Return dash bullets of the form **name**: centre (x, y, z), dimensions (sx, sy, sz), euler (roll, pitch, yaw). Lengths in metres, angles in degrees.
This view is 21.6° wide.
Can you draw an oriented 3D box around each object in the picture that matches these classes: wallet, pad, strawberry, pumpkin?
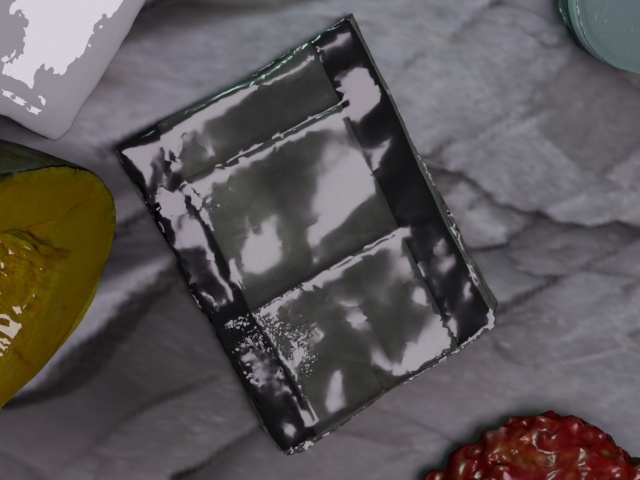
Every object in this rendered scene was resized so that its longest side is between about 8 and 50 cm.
- **wallet**: centre (-0.154, -0.158, 0.940), dimensions (0.124, 0.032, 0.183), euler (29, 91, -23)
- **pad**: centre (0.000, 0.000, 1.040), dimensions (0.174, 0.022, 0.233), euler (-30, 110, -10)
- **strawberry**: centre (0.129, 0.225, 1.094), dimensions (0.236, 0.111, 0.190), euler (-20, 112, -13)
- **pumpkin**: centre (-0.223, 0.019, 0.910), dimensions (0.110, 0.217, 0.217), euler (40, 87, 15)

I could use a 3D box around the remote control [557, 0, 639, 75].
- **remote control**: centre (0.262, -0.143, 1.080), dimensions (0.247, 0.052, 0.104), euler (14, 100, -23)
